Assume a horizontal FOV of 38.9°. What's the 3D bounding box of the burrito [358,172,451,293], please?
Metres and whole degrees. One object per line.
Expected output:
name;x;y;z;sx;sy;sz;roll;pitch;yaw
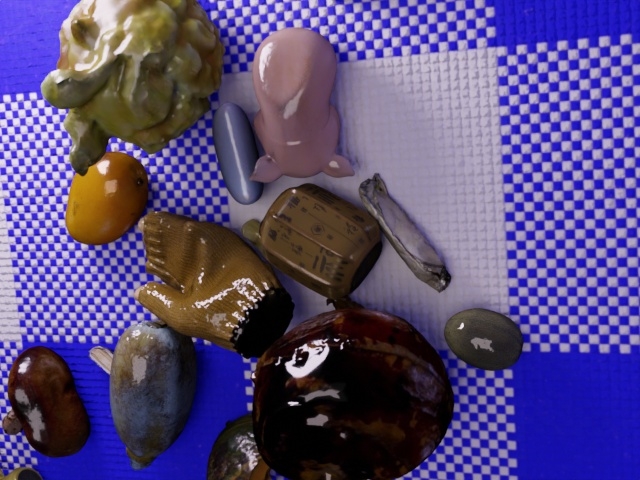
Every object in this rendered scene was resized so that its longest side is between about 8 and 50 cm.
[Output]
burrito;0.139;-0.010;1.515;0.058;0.063;0.230;-33;85;-6

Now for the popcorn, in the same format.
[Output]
popcorn;-0.303;-0.286;1.520;0.278;0.274;0.336;-6;69;4

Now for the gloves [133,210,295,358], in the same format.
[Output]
gloves;-0.201;0.074;1.600;0.356;0.155;0.203;34;91;27

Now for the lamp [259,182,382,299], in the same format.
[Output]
lamp;0.000;0.000;1.517;0.185;0.161;0.161;33;109;14

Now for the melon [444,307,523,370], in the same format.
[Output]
melon;0.266;0.160;1.477;0.130;0.098;0.098;21;106;17

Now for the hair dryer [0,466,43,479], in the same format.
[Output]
hair dryer;-0.696;0.458;1.901;0.135;0.090;0.279;-38;79;22

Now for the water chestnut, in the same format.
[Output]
water chestnut;0.050;0.231;1.489;0.335;0.347;0.335;3;133;4

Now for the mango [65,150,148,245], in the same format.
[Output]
mango;-0.403;-0.071;1.686;0.145;0.112;0.219;48;123;7

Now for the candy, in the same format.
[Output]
candy;-0.142;-0.147;1.559;0.071;0.138;0.174;-13;94;-3

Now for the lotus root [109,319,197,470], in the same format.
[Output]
lotus root;-0.311;0.300;1.685;0.140;0.158;0.323;23;114;42

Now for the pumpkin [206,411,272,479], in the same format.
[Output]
pumpkin;-0.167;0.440;1.640;0.163;0.111;0.279;14;86;35

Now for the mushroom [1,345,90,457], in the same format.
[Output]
mushroom;-0.587;0.335;1.824;0.217;0.148;0.227;-18;87;38

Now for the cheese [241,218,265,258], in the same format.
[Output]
cheese;-0.108;0.000;1.618;0.083;0.044;0.030;46;127;5

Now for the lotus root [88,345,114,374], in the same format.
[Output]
lotus root;-0.416;0.238;1.781;0.083;0.030;0.037;41;81;7

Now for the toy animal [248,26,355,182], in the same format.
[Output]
toy animal;-0.035;-0.224;1.494;0.166;0.154;0.250;-3;101;12
